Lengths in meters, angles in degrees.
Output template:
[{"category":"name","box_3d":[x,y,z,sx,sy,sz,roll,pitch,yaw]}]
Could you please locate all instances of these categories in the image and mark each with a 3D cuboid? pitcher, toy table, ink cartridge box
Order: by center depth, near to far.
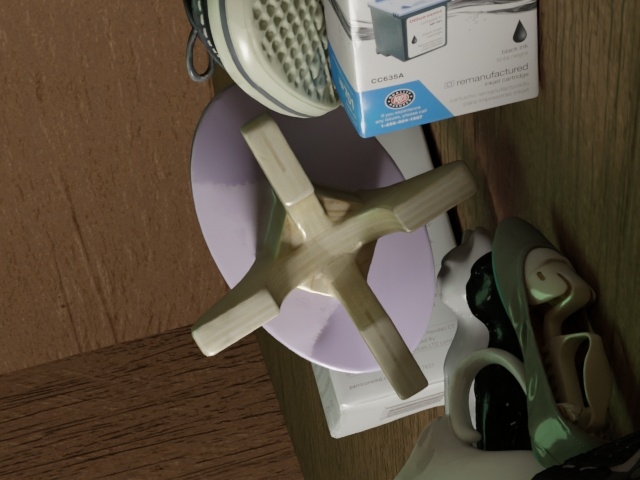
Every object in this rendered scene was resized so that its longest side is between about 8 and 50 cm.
[{"category":"ink cartridge box","box_3d":[0.075,-0.180,1.386,0.082,0.140,0.190,-111,10,-45]},{"category":"pitcher","box_3d":[0.155,0.186,1.473,0.207,0.125,0.177,23,95,42]},{"category":"toy table","box_3d":[0.000,0.000,1.615,0.274,0.252,0.161,47,-179,-12]}]

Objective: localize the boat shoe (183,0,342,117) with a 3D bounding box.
[{"category":"boat shoe","box_3d":[-0.042,-0.206,1.578,0.500,0.156,0.186,-55,-32,-75]}]

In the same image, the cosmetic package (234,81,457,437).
[{"category":"cosmetic package","box_3d":[0.034,-0.023,1.928,0.217,0.156,0.385,99,154,-76]}]

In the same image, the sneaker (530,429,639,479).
[{"category":"sneaker","box_3d":[0.213,0.193,1.241,0.300,0.111,0.121,-135,24,-83]}]

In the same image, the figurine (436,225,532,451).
[{"category":"figurine","box_3d":[0.147,0.091,1.645,0.215,0.092,0.209,-158,61,-82]}]

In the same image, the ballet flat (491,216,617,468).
[{"category":"ballet flat","box_3d":[0.176,0.066,1.432,0.068,0.072,0.213,-41,47,45]}]
